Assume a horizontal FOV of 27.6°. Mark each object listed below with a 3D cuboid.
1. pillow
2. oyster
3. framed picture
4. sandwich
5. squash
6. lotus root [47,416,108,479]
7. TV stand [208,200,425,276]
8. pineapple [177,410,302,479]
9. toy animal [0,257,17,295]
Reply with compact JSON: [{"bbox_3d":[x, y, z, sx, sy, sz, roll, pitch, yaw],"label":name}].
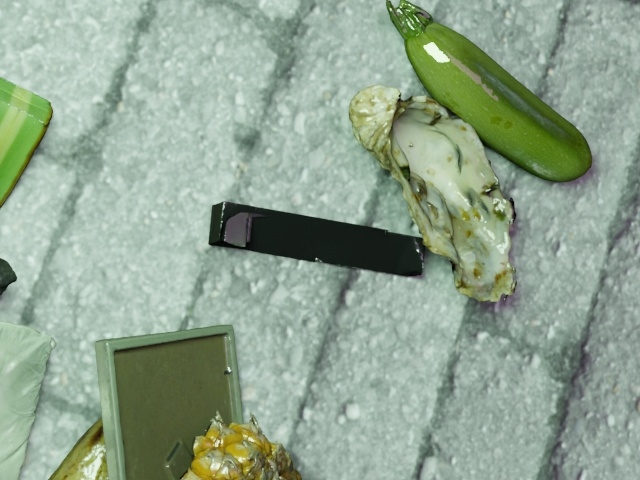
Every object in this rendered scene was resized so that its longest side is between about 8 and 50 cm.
[{"bbox_3d":[-0.358,0.190,1.325,0.128,0.051,0.229,17,80,-17],"label":"pillow"},{"bbox_3d":[0.133,-0.052,1.527,0.166,0.094,0.294,-28,98,-46],"label":"oyster"},{"bbox_3d":[-0.141,0.253,1.352,0.240,0.020,0.324,-4,87,-63],"label":"framed picture"},{"bbox_3d":[-0.343,-0.102,1.385,0.074,0.074,0.116,27,107,-19],"label":"sandwich"},{"bbox_3d":[0.199,-0.172,1.582,0.341,0.094,0.094,36,72,-19],"label":"squash"},{"bbox_3d":[-0.236,0.277,1.347,0.110,0.097,0.258,40,75,-18],"label":"lotus root"},{"bbox_3d":[0.000,0.000,1.502,0.257,0.040,0.048,10,81,-22],"label":"TV stand"},{"bbox_3d":[-0.072,0.289,1.372,0.225,0.076,0.224,25,60,-57],"label":"pineapple"},{"bbox_3d":[-0.391,-0.049,1.262,0.168,0.106,0.343,-34,106,-40],"label":"toy animal"}]
